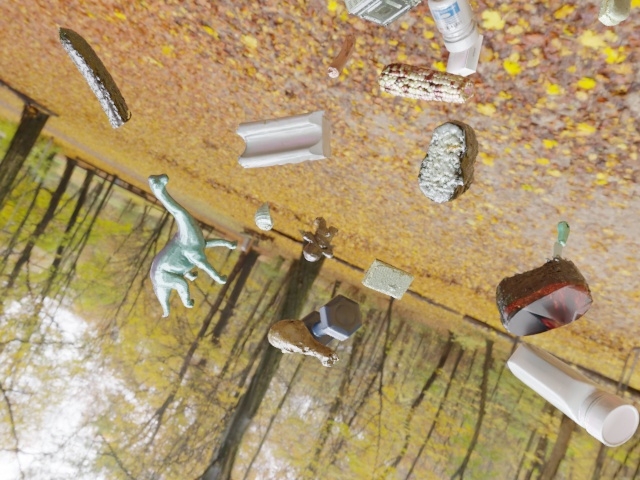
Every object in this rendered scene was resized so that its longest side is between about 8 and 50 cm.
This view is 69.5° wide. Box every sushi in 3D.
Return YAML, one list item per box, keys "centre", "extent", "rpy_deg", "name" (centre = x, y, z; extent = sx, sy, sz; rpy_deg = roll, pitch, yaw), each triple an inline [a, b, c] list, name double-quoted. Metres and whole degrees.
- centre: [0.552, 0.145, 1.161]
  extent: [0.136, 0.225, 0.126]
  rpy_deg: [48, -155, -20]
  name: "sushi"
- centre: [0.546, -0.329, 1.943]
  extent: [0.210, 0.350, 0.170]
  rpy_deg: [19, -161, 37]
  name: "sushi"

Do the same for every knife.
- centre: [0.937, 0.026, 1.807]
  extent: [0.063, 0.260, 0.034]
  rpy_deg: [41, 148, -22]
  name: "knife"

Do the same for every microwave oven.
- centre: [0.176, -0.721, 1.340]
  extent: [0.163, 0.129, 0.205]
  rpy_deg: [-23, 175, 41]
  name: "microwave oven"

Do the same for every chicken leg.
- centre: [-0.040, 0.255, 1.153]
  extent: [0.197, 0.069, 0.085]
  rpy_deg: [21, -144, 27]
  name: "chicken leg"

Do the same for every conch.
- centre: [-0.173, -0.074, 1.400]
  extent: [0.056, 0.085, 0.076]
  rpy_deg: [-13, 158, -11]
  name: "conch"

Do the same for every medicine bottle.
- centre: [0.384, -0.641, 1.326]
  extent: [0.105, 0.105, 0.168]
  rpy_deg: [19, 162, 44]
  name: "medicine bottle"
- centre: [0.614, 0.370, 1.141]
  extent: [0.161, 0.111, 0.296]
  rpy_deg: [36, -177, -19]
  name: "medicine bottle"

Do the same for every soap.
- centre: [-0.112, -0.347, 1.610]
  extent: [0.302, 0.159, 0.258]
  rpy_deg: [-5, -170, 9]
  name: "soap"

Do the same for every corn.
- centre: [0.290, -0.442, 1.299]
  extent: [0.280, 0.092, 0.092]
  rpy_deg: [23, 174, 33]
  name: "corn"

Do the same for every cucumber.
- centre: [-0.544, -0.399, 1.123]
  extent: [0.067, 0.067, 0.245]
  rpy_deg: [17, 137, 50]
  name: "cucumber"

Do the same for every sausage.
- centre: [0.111, -0.896, 2.232]
  extent: [0.078, 0.304, 0.078]
  rpy_deg: [21, 154, 11]
  name: "sausage"

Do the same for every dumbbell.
- centre: [0.025, 0.315, 1.723]
  extent: [0.144, 0.160, 0.325]
  rpy_deg: [-1, 159, -26]
  name: "dumbbell"

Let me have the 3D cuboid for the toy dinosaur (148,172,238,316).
- centre: [-0.412, 0.032, 1.194]
  extent: [0.331, 0.383, 0.129]
  rpy_deg: [38, -162, -41]
  name: "toy dinosaur"

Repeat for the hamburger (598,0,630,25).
- centre: [0.887, -0.701, 1.377]
  extent: [0.084, 0.121, 0.054]
  rpy_deg: [14, 169, -13]
  name: "hamburger"

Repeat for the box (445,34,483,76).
- centre: [0.525, -0.676, 1.694]
  extent: [0.051, 0.130, 0.129]
  rpy_deg: [10, -176, -18]
  name: "box"

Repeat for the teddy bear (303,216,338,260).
- centre: [0.005, -0.004, 1.495]
  extent: [0.119, 0.160, 0.078]
  rpy_deg: [36, 149, -11]
  name: "teddy bear"

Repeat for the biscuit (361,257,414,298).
- centre: [0.276, 0.159, 1.878]
  extent: [0.199, 0.121, 0.041]
  rpy_deg: [22, -161, -25]
  name: "biscuit"
